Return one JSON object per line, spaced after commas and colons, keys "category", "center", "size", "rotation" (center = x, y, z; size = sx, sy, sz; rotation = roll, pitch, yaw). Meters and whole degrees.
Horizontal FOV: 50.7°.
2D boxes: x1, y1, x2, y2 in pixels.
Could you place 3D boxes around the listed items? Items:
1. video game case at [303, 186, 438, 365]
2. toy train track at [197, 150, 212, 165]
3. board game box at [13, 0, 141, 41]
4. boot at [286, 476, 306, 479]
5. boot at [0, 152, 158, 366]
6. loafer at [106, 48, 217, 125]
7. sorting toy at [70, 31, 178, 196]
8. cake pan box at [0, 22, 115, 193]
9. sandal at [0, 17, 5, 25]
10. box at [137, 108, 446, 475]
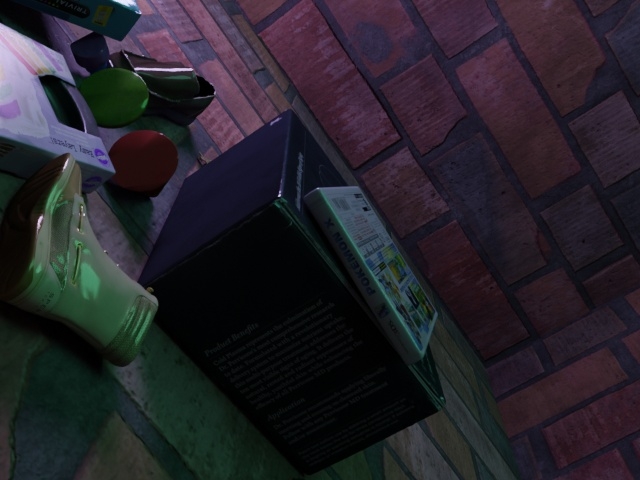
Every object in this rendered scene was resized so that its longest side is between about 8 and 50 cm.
{"category": "video game case", "center": [0.100, 0.040, 1.160], "size": [0.300, 0.036, 0.329], "rotation": [58, 14, 3]}
{"category": "toy train track", "center": [-0.275, -0.189, 1.619], "size": [0.048, 0.014, 0.083], "rotation": [52, 8, 7]}
{"category": "board game box", "center": [-0.510, -0.517, 1.196], "size": [0.336, 0.079, 0.253], "rotation": [9, 48, -49]}
{"category": "boot", "center": [0.082, 0.439, 1.082], "size": [0.248, 0.207, 0.090], "rotation": [55, 14, -13]}
{"category": "boot", "center": [-0.306, 0.022, 0.886], "size": [0.203, 0.095, 0.262], "rotation": [46, 20, -38]}
{"category": "loafer", "center": [-0.346, -0.357, 1.492], "size": [0.133, 0.130, 0.366], "rotation": [59, 14, 5]}
{"category": "sorting toy", "center": [-0.365, -0.215, 1.253], "size": [0.365, 0.127, 0.126], "rotation": [60, -15, 21]}
{"category": "cake pan box", "center": [-0.437, -0.202, 0.983], "size": [0.245, 0.070, 0.267], "rotation": [64, 15, 16]}
{"category": "sandal", "center": [-0.537, -0.347, 0.987], "size": [0.219, 0.060, 0.090], "rotation": [61, 6, -76]}
{"category": "box", "center": [-0.040, 0.073, 1.271], "size": [0.471, 0.297, 0.480], "rotation": [54, 15, -22]}
